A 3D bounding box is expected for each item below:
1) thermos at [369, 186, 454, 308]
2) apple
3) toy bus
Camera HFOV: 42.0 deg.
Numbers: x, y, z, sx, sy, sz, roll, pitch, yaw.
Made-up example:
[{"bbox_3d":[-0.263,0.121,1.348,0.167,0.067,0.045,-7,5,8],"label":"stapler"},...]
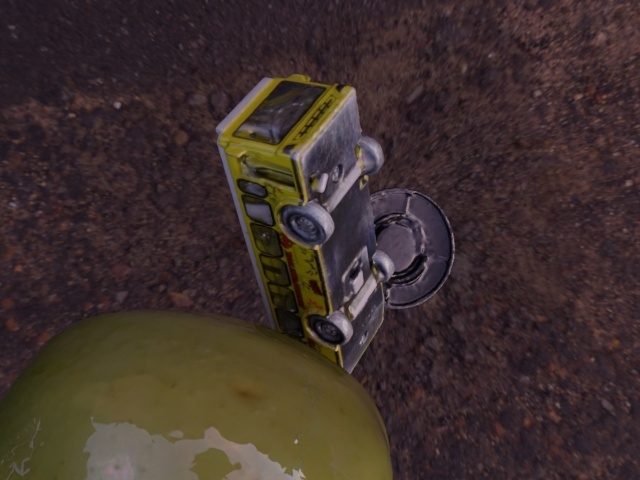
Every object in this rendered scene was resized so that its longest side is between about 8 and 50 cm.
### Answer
[{"bbox_3d":[0.028,0.016,0.899,0.109,0.330,0.136,-2,92,-14],"label":"thermos"},{"bbox_3d":[-0.083,0.165,0.518,0.279,0.279,0.279,0,92,3],"label":"apple"},{"bbox_3d":[0.000,0.000,0.557,0.074,0.226,0.081,19,55,27],"label":"toy bus"}]
